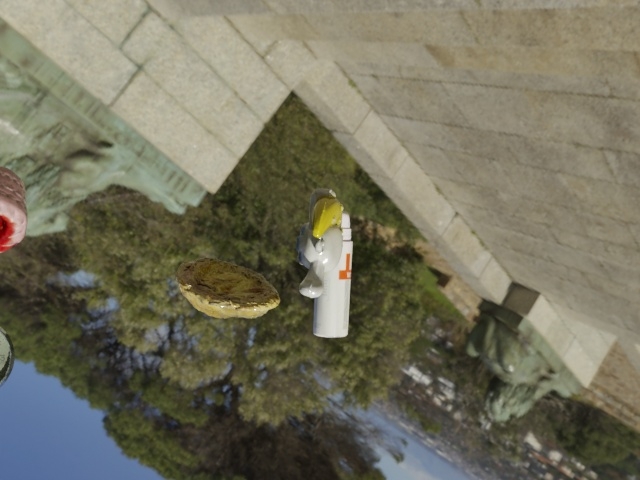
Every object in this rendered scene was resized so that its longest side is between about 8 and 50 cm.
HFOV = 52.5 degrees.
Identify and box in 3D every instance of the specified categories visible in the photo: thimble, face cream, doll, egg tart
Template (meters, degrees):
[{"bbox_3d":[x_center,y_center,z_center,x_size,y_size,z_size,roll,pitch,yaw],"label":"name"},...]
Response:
[{"bbox_3d":[-0.675,-0.056,1.278,0.163,0.189,0.125,77,175,-52],"label":"thimble"},{"bbox_3d":[0.035,0.085,1.768,0.102,0.346,0.102,3,-177,0],"label":"face cream"},{"bbox_3d":[0.000,0.000,1.553,0.111,0.252,0.237,10,-177,2],"label":"doll"},{"bbox_3d":[-0.212,0.121,1.457,0.232,0.098,0.252,28,-162,32],"label":"egg tart"}]

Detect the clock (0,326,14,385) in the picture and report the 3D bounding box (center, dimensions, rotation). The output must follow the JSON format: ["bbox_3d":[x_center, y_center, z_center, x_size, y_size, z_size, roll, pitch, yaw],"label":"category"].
[{"bbox_3d":[-0.889,0.299,1.634,0.215,0.215,0.042,37,161,-11],"label":"clock"}]
